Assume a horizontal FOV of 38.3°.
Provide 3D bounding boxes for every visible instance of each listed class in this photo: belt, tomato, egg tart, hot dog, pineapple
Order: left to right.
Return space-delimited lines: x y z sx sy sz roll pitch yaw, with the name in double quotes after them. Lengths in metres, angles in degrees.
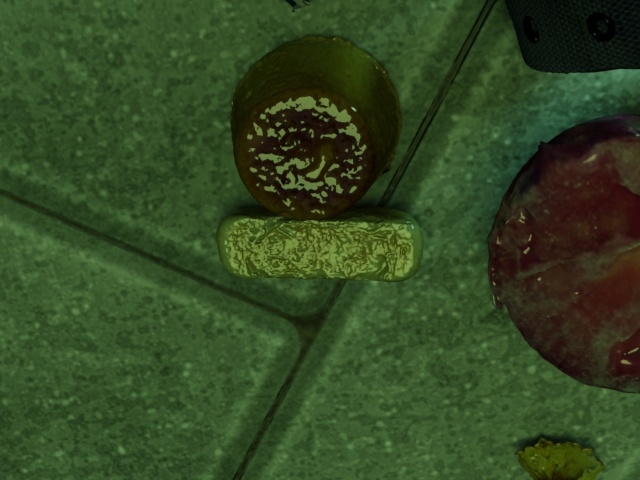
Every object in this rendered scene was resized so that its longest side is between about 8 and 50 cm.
-0.007 -0.109 1.007 0.202 0.147 0.202 1 115 1 "egg tart"
0.000 0.000 1.094 0.242 0.073 0.084 0 110 7 "hot dog"
0.317 0.324 1.220 0.114 0.077 0.114 -3 127 10 "pineapple"
0.285 -0.225 0.903 0.139 0.230 0.126 -33 113 -23 "belt"
0.340 0.001 1.023 0.335 0.176 0.289 47 129 -11 "tomato"

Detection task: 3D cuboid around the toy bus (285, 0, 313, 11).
-0.043 -0.292 0.975 0.102 0.058 0.052 37 82 -13 "toy bus"
